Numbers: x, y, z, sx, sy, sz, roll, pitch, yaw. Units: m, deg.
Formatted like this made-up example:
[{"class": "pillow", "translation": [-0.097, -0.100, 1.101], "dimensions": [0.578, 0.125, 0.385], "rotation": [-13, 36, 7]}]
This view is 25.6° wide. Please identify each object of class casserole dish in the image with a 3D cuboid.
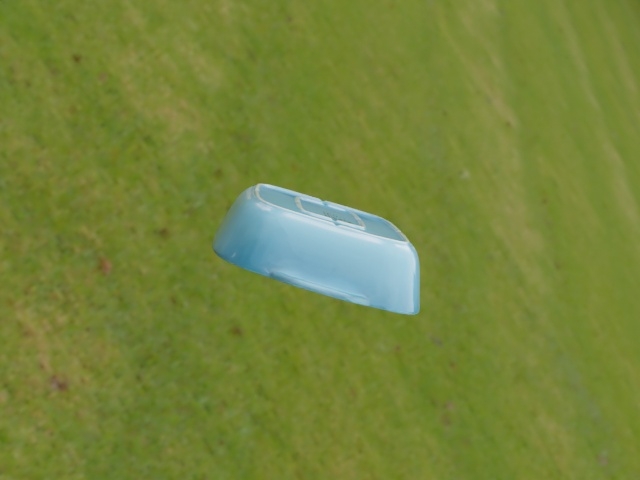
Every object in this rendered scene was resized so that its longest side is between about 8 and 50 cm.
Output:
[{"class": "casserole dish", "translation": [0.000, 0.000, 0.777], "dimensions": [0.114, 0.037, 0.188], "rotation": [16, 7, -4]}]
